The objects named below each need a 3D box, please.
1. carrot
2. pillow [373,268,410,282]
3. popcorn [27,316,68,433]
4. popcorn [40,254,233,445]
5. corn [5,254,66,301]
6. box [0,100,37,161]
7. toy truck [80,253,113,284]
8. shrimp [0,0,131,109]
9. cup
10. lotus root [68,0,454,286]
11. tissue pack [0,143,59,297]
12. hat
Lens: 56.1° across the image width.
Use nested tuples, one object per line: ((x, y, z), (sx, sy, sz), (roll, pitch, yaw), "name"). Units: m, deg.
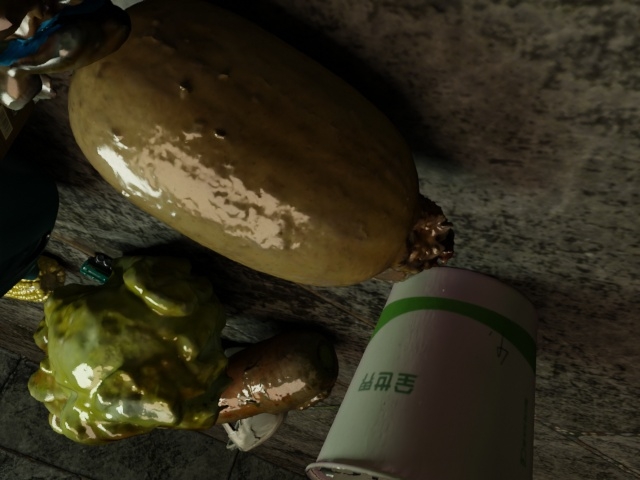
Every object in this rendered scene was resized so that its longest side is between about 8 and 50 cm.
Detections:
((-0.114, 0.246, 1.067), (0.302, 0.138, 0.138), (-16, 141, 17), "carrot")
((0.000, 0.001, 0.719), (0.211, 0.034, 0.135), (8, 153, 25), "pillow")
((-0.424, 0.271, 1.247), (0.321, 0.290, 0.325), (5, 131, 32), "popcorn")
((-0.280, 0.161, 0.954), (0.312, 0.312, 0.312), (16, 153, 8), "popcorn")
((-0.613, 0.067, 1.195), (0.244, 0.093, 0.093), (4, 149, 28), "corn")
((-0.323, -0.124, 0.596), (0.023, 0.133, 0.090), (21, 155, -8), "box")
((-0.383, 0.057, 1.073), (0.083, 0.044, 0.039), (36, 152, -27), "toy truck")
((-0.296, -0.198, 0.419), (0.446, 0.110, 0.221), (25, 146, 28), "shrimp")
((0.139, 0.190, 0.711), (0.253, 0.274, 0.253), (15, 151, 9), "cup")
((-0.031, -0.058, 0.480), (0.343, 0.169, 0.151), (29, -172, -12), "lotus root")
((-0.433, -0.019, 0.698), (0.206, 0.198, 0.287), (33, -169, -13), "tissue pack")
((-0.152, 0.320, 1.274), (0.161, 0.232, 0.275), (-10, 175, -15), "hat")
